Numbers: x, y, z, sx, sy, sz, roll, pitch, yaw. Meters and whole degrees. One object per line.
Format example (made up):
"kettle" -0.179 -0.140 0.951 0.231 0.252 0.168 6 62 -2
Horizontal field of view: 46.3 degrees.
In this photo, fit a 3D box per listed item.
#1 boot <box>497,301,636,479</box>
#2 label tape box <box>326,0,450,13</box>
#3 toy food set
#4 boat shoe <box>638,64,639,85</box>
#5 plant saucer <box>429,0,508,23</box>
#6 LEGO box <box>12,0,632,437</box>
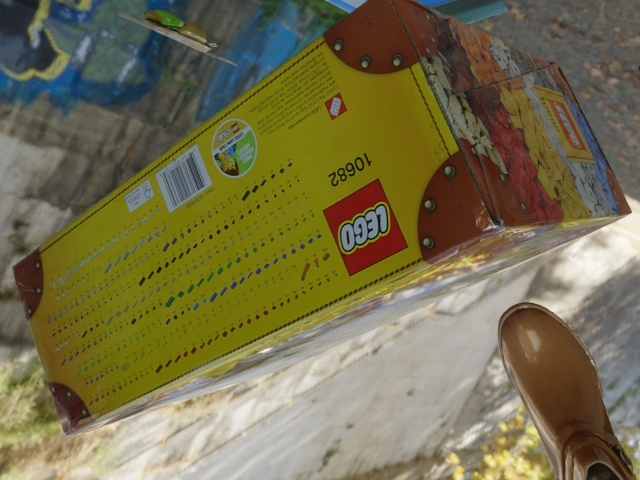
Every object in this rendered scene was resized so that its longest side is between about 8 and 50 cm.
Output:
"boot" 0.199 0.146 0.584 0.197 0.073 0.152 62 -166 3
"label tape box" 0.152 -0.463 1.301 0.240 0.106 0.334 28 -143 1
"toy food set" -0.237 -0.359 1.281 0.132 0.038 0.192 30 -169 34
"boat shoe" 0.715 -0.315 1.448 0.258 0.109 0.089 -3 -110 -39
"plant saucer" 0.167 -0.309 1.034 0.192 0.018 0.067 -22 -142 -24
"LEGO box" 0.000 0.000 0.766 0.372 0.500 0.193 -6 -110 -55
